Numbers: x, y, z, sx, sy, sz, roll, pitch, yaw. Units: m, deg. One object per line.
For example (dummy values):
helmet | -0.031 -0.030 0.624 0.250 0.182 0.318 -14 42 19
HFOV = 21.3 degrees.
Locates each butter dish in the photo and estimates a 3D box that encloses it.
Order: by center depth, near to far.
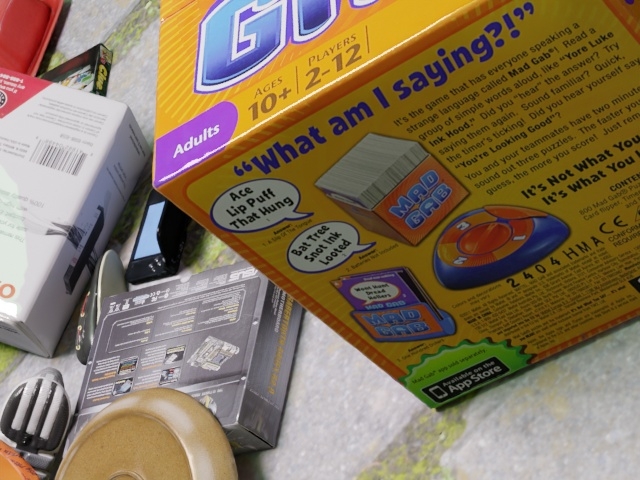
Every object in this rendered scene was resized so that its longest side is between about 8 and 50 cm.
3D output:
butter dish | -0.431 -0.268 2.195 0.160 0.118 0.160 -12 52 40

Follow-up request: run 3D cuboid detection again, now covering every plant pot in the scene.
plant pot | -0.170 0.246 1.523 0.236 0.032 0.236 -14 67 38

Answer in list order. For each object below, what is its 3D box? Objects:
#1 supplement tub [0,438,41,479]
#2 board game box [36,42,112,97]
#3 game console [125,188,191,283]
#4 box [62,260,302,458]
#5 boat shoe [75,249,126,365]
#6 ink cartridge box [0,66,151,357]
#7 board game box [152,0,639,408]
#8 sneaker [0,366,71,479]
supplement tub | -0.403 0.333 1.549 0.338 0.207 0.207 -56 36 12
board game box | -0.366 -0.139 2.097 0.260 0.030 0.136 -23 47 31
game console | -0.171 -0.029 1.775 0.107 0.071 0.122 -13 50 38
box | -0.129 0.122 1.619 0.231 0.056 0.183 -16 51 36
boat shoe | -0.230 0.069 1.770 0.042 0.049 0.133 -17 53 25
ink cartridge box | -0.334 -0.033 1.845 0.197 0.114 0.273 17 68 17
board game box | 0.120 -0.151 1.353 0.356 0.356 0.356 -28 43 26
sneaker | -0.303 0.230 1.703 0.228 0.086 0.132 -63 8 9
